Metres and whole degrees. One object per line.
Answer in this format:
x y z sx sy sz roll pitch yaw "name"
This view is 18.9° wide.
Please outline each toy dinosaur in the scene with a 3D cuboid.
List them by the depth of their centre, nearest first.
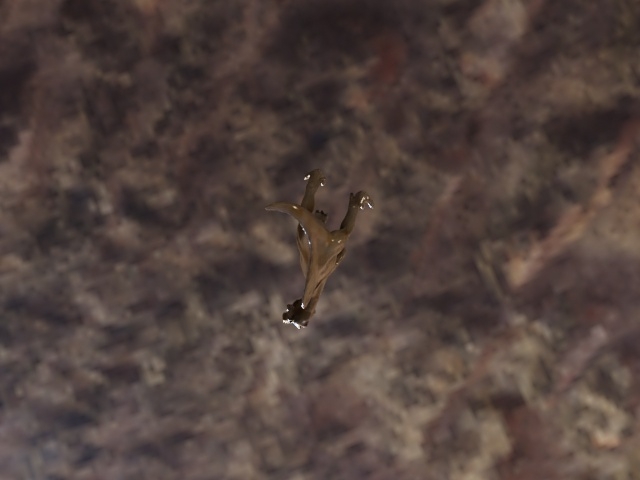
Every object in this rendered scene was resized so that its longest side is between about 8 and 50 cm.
0.000 0.000 1.357 0.053 0.092 0.183 15 -29 10 "toy dinosaur"
